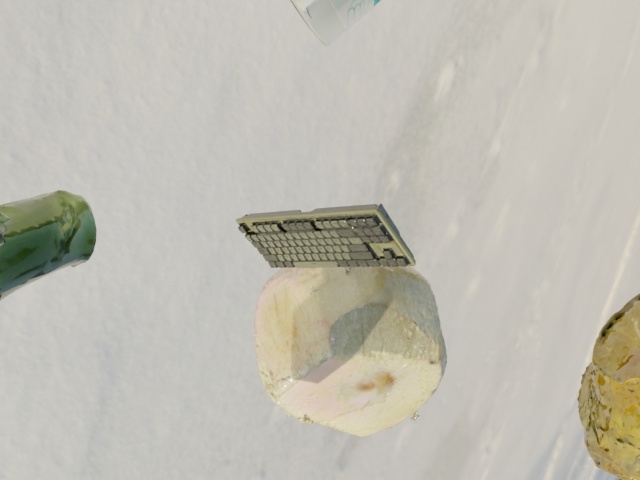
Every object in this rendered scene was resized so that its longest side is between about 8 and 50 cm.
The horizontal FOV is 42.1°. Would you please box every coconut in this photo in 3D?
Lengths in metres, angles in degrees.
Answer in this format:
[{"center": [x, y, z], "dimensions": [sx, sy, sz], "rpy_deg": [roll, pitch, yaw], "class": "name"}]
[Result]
[{"center": [0.056, 0.174, 1.727], "dimensions": [0.404, 0.405, 0.404], "rpy_deg": [-45, 148, -40], "class": "coconut"}]

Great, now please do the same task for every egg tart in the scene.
[{"center": [0.441, 0.145, 1.008], "dimensions": [0.341, 0.129, 0.341], "rpy_deg": [-41, -165, 13], "class": "egg tart"}]

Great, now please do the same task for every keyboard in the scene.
[{"center": [0.000, 0.000, 0.536], "dimensions": [0.015, 0.129, 0.049], "rpy_deg": [-53, 124, -33], "class": "keyboard"}]

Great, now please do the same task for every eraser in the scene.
[{"center": [0.066, -0.354, 1.049], "dimensions": [0.225, 0.052, 0.095], "rpy_deg": [-40, 153, 5], "class": "eraser"}]

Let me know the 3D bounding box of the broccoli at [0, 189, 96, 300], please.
[{"center": [-0.375, 0.089, 0.768], "dimensions": [0.353, 0.274, 0.397], "rpy_deg": [-32, -170, -2], "class": "broccoli"}]
